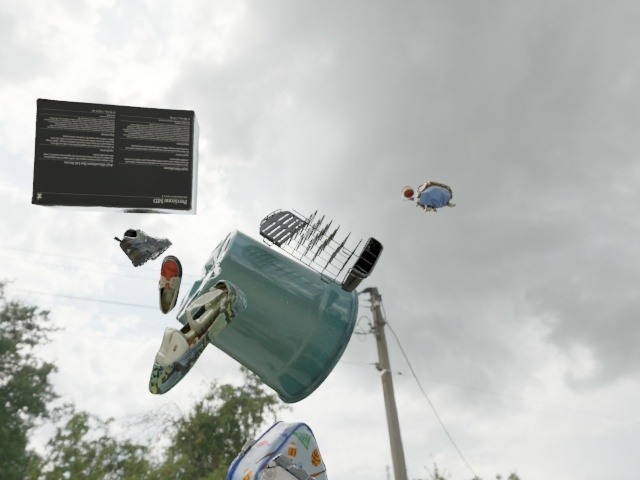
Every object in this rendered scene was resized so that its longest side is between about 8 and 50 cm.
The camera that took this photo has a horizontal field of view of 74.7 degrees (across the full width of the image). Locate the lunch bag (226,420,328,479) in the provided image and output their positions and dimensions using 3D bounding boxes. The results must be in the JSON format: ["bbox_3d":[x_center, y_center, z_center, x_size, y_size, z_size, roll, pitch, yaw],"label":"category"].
[{"bbox_3d":[-0.090,0.587,0.962,0.114,0.243,0.304,-13,-82,36],"label":"lunch bag"}]

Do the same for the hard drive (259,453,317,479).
[{"bbox_3d":[0.004,0.544,0.654,0.338,0.237,0.064,29,-7,17],"label":"hard drive"}]

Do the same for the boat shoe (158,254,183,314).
[{"bbox_3d":[-0.333,0.097,0.921,0.049,0.043,0.137,11,-66,-8],"label":"boat shoe"}]

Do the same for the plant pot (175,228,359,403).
[{"bbox_3d":[-0.141,0.165,1.027,0.334,0.341,0.341,35,-55,-18],"label":"plant pot"}]

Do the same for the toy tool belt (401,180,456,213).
[{"bbox_3d":[0.184,-0.072,0.712,0.083,0.051,0.052,1,-53,-5],"label":"toy tool belt"}]

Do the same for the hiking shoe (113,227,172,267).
[{"bbox_3d":[-0.526,0.002,1.258,0.086,0.227,0.114,-40,-84,3],"label":"hiking shoe"}]

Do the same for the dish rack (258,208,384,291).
[{"bbox_3d":[0.000,0.000,0.963,0.271,0.208,0.074,32,-66,6],"label":"dish rack"}]

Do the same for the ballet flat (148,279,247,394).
[{"bbox_3d":[-0.188,0.131,0.608,0.070,0.188,0.070,28,-31,19],"label":"ballet flat"}]

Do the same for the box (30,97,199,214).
[{"bbox_3d":[-0.363,-0.144,0.770,0.261,0.185,0.103,2,-5,-10],"label":"box"}]
